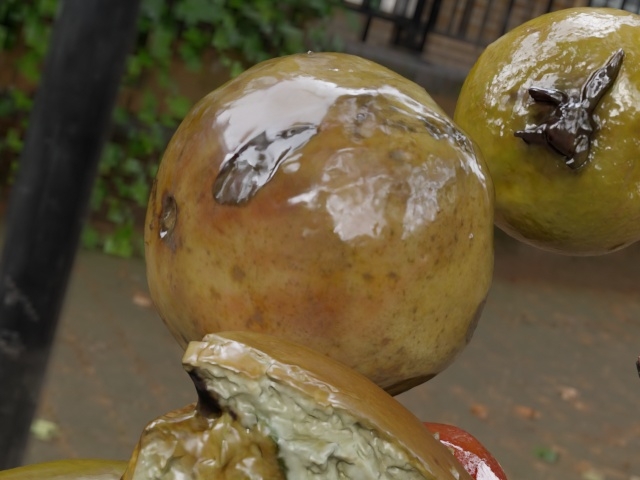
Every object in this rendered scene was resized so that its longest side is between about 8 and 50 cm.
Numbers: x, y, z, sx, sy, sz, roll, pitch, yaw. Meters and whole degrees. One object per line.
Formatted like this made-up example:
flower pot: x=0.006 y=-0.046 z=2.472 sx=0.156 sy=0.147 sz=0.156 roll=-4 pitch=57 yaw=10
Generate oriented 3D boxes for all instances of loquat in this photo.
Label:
loquat: x=0.233 y=-0.100 z=1.522 sx=0.243 sy=0.244 sz=0.244 roll=15 pitch=9 yaw=-2

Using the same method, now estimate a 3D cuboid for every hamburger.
hamburger: x=0.020 y=0.157 z=0.871 sx=0.283 sy=0.144 sz=0.156 roll=54 pitch=15 yaw=-7

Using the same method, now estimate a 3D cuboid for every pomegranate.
pomegranate: x=0.000 y=0.000 z=1.296 sx=0.281 sy=0.281 sz=0.281 roll=15 pitch=9 yaw=-2

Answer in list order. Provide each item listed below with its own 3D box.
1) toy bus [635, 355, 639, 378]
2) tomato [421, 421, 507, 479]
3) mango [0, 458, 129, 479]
toy bus: x=0.340 y=0.128 z=1.711 sx=0.043 sy=0.031 sz=0.110 roll=-16 pitch=-2 yaw=8
tomato: x=0.097 y=0.283 z=1.651 sx=0.180 sy=0.260 sz=0.260 roll=-28 pitch=-10 yaw=23
mango: x=-0.269 y=0.302 z=1.341 sx=0.445 sy=0.232 sz=0.300 roll=-5 pitch=-21 yaw=-22
